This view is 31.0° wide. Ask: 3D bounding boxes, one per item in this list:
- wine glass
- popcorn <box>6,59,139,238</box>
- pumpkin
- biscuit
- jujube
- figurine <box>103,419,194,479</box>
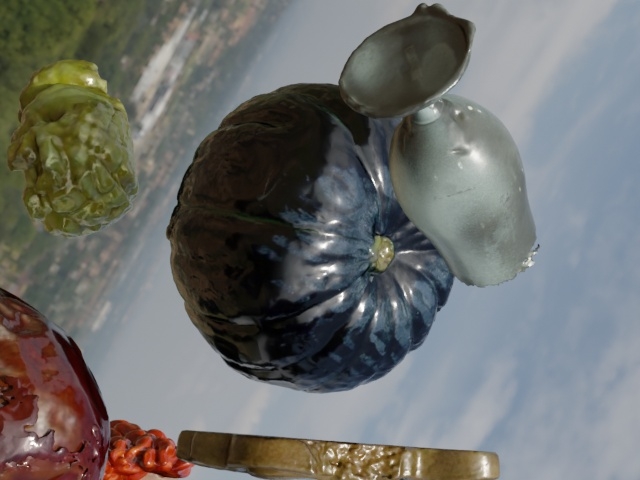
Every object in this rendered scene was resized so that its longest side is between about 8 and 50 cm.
[{"bbox_3d":[0.097,-0.061,0.855,0.103,0.103,0.222,-64,144,-26],"label":"wine glass"},{"bbox_3d":[-0.355,-0.118,1.693,0.286,0.173,0.225,-108,-176,-52],"label":"popcorn"},{"bbox_3d":[0.000,0.000,1.361,0.266,0.363,0.363,4,-119,51],"label":"pumpkin"},{"bbox_3d":[0.013,0.216,1.131,0.183,0.319,0.047,75,17,-83],"label":"biscuit"},{"bbox_3d":[-0.250,0.123,0.808,0.243,0.183,0.183,34,-84,42],"label":"jujube"},{"bbox_3d":[-0.219,0.416,1.600,0.241,0.412,0.306,-53,161,-6],"label":"figurine"}]
